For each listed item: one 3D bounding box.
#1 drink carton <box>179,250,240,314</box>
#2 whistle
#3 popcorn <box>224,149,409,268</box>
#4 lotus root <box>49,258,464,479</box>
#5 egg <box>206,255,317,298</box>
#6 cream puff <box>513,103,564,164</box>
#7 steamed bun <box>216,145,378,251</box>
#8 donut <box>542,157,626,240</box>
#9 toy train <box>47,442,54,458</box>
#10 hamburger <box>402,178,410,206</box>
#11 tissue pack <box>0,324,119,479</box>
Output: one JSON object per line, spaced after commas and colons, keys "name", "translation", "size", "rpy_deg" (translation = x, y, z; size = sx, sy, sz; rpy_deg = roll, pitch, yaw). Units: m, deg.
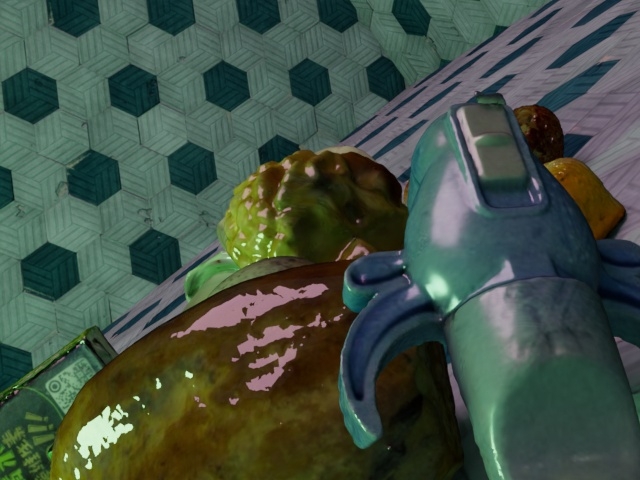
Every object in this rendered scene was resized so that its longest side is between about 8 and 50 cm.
{"name": "drink carton", "translation": [-0.118, 0.114, 1.034], "size": [0.146, 0.144, 0.142], "rpy_deg": [-30, 17, 40]}
{"name": "whistle", "translation": [0.095, 0.031, 0.439], "size": [0.180, 0.269, 0.093], "rpy_deg": [-2, -37, -6]}
{"name": "popcorn", "translation": [0.002, -0.001, 0.974], "size": [0.218, 0.189, 0.169], "rpy_deg": [-20, -22, -34]}
{"name": "lotus root", "translation": [-0.045, 0.132, 0.551], "size": [0.291, 0.193, 0.193], "rpy_deg": [-26, 11, 17]}
{"name": "egg", "translation": [-0.050, 0.094, 0.835], "size": [0.182, 0.141, 0.141], "rpy_deg": [-42, 6, 21]}
{"name": "cream puff", "translation": [0.202, -0.079, 0.969], "size": [0.149, 0.084, 0.149], "rpy_deg": [-40, 7, 6]}
{"name": "steamed bun", "translation": [-0.022, -0.024, 1.330], "size": [0.250, 0.154, 0.200], "rpy_deg": [-18, 23, 51]}
{"name": "donut", "translation": [0.161, -0.006, 0.757], "size": [0.190, 0.074, 0.174], "rpy_deg": [-38, 8, -18]}
{"name": "toy train", "translation": [-0.132, 0.184, 0.757], "size": [0.251, 0.119, 0.085], "rpy_deg": [-30, 9, 44]}
{"name": "hamburger", "translation": [0.166, -0.083, 1.139], "size": [0.141, 0.081, 0.126], "rpy_deg": [-38, 8, -6]}
{"name": "tissue pack", "translation": [-0.289, 0.229, 0.953], "size": [0.236, 0.173, 0.073], "rpy_deg": [-37, 2, 1]}
